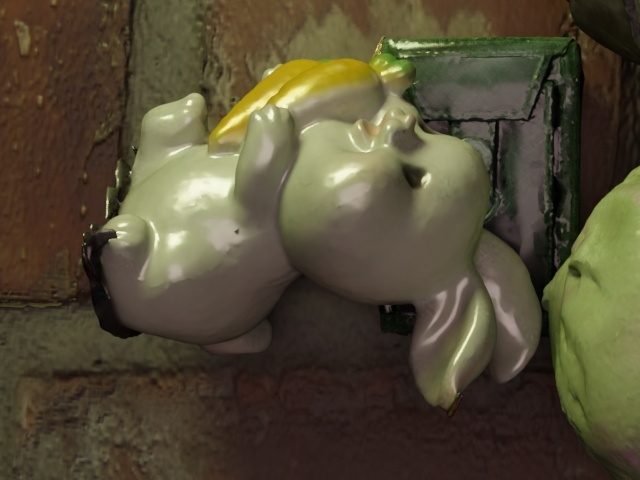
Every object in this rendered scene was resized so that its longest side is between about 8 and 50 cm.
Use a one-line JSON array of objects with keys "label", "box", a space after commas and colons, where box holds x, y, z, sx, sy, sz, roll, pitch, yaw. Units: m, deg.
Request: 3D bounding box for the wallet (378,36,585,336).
[{"label": "wallet", "box": [0.125, -0.040, 1.042, 0.160, 0.055, 0.236, 1, 94, 6]}]

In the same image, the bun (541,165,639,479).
[{"label": "bun", "box": [0.240, 0.059, 0.944, 0.179, 0.283, 0.283, 8, 92, 21]}]

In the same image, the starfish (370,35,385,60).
[{"label": "starfish", "box": [0.048, -0.116, 1.067, 0.092, 0.016, 0.086, -21, 88, 6]}]

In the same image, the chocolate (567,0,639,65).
[{"label": "chocolate", "box": [0.263, -0.252, 0.952, 0.303, 0.213, 0.303, -11, 113, -27]}]

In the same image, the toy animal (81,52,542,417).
[{"label": "toy animal", "box": [-0.001, -0.005, 0.966, 0.310, 0.183, 0.247, -4, 101, 11]}]
